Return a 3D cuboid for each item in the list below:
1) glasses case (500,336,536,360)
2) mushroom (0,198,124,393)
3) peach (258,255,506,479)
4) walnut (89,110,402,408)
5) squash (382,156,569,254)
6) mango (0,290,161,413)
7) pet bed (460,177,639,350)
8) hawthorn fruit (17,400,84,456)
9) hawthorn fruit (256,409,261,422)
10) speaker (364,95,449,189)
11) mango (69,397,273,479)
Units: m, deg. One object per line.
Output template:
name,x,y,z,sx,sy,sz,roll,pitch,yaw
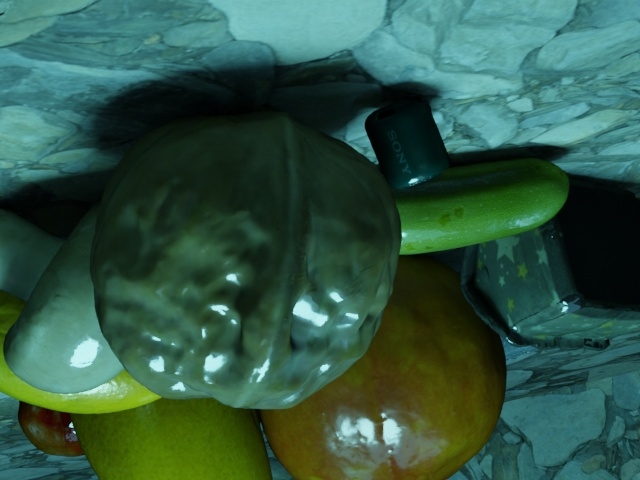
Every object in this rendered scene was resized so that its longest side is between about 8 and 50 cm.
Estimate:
glasses case,0.312,0.108,1.871,0.067,0.109,0.282,4,158,-33
mushroom,-0.248,0.039,1.195,0.204,0.204,0.204,-10,164,-3
peach,0.080,0.186,1.641,0.343,0.301,0.343,-9,163,-3
walnut,-0.063,0.014,1.063,0.273,0.273,0.227,-15,-168,16
squash,0.103,-0.031,1.291,0.341,0.094,0.094,-7,164,-11
mango,-0.266,0.098,1.341,0.317,0.176,0.119,7,157,-30
pet bed,0.283,0.036,1.470,0.211,0.183,0.159,5,156,-42
hawthorn fruit,-0.356,0.224,1.764,0.157,0.157,0.194,-8,160,-10
hawthorn fruit,-0.206,0.253,1.883,0.215,0.215,0.250,0,163,-33
speaker,0.087,-0.091,1.106,0.060,0.075,0.094,-16,-170,43
mango,-0.180,0.253,1.581,0.221,0.378,0.264,-30,169,6
